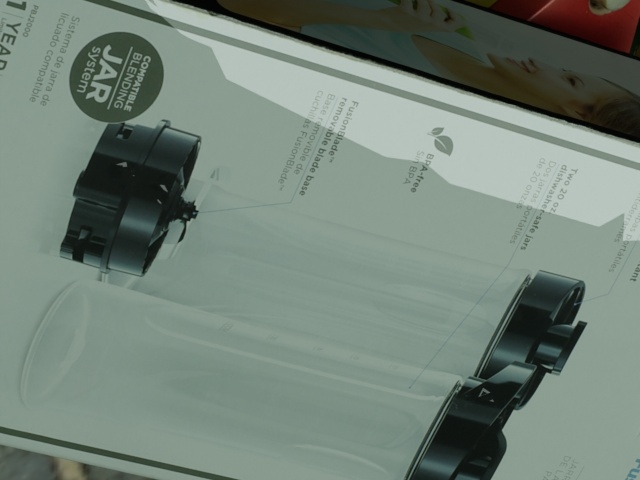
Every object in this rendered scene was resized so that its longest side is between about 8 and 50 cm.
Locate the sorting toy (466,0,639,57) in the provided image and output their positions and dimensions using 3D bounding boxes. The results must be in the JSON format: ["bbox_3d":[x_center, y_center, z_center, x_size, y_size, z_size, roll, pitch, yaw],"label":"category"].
[{"bbox_3d":[0.085,-0.052,0.797,0.257,0.089,0.255,9,120,-48],"label":"sorting toy"}]

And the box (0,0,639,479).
[{"bbox_3d":[0.000,0.000,0.657,0.290,0.087,0.169,15,117,-19],"label":"box"}]
